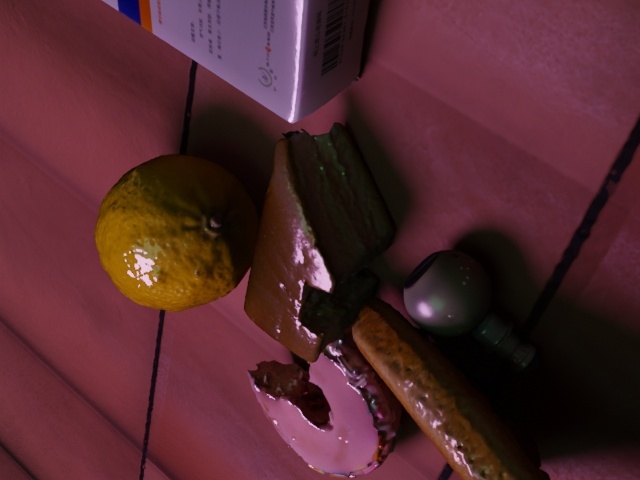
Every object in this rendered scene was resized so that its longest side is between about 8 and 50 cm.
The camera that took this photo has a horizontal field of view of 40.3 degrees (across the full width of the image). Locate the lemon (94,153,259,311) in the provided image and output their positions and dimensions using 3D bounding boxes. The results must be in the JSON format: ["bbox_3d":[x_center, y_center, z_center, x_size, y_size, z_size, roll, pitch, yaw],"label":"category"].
[{"bbox_3d":[-0.174,-0.010,1.066,0.231,0.192,0.192,-17,103,54],"label":"lemon"}]

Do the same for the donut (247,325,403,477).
[{"bbox_3d":[0.018,0.202,1.106,0.199,0.085,0.233,54,139,3],"label":"donut"}]

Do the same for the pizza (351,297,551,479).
[{"bbox_3d":[0.135,0.174,0.878,0.258,0.087,0.268,49,180,-3],"label":"pizza"}]

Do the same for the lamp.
[{"bbox_3d":[0.163,0.082,0.901,0.163,0.091,0.091,40,140,-8],"label":"lamp"}]

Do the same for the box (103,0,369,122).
[{"bbox_3d":[-0.095,-0.279,0.856,0.299,0.106,0.200,35,144,22],"label":"box"}]

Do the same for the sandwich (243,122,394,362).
[{"bbox_3d":[0.000,0.000,0.960,0.128,0.122,0.235,34,135,26],"label":"sandwich"}]
